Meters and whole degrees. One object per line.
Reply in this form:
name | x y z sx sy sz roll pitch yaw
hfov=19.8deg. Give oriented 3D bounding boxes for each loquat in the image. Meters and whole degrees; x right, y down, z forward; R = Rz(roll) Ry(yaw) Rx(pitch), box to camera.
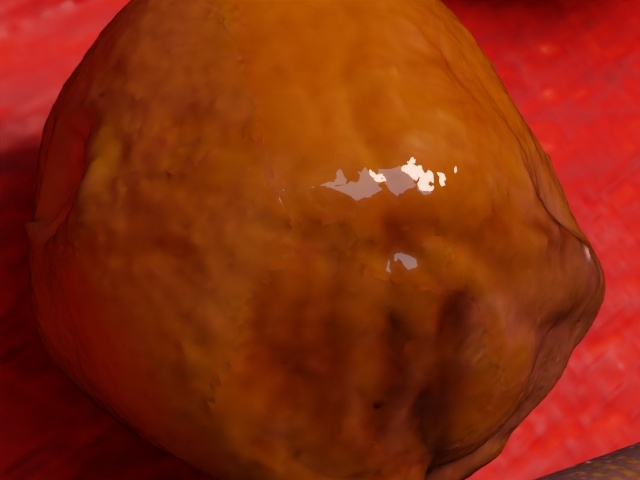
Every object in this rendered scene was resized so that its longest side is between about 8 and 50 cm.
loquat | 0.000 0.000 0.415 0.137 0.113 0.137 31 25 -16

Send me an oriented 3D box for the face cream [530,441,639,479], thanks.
face cream | 0.049 0.092 0.412 0.283 0.073 0.073 -12 72 -39
